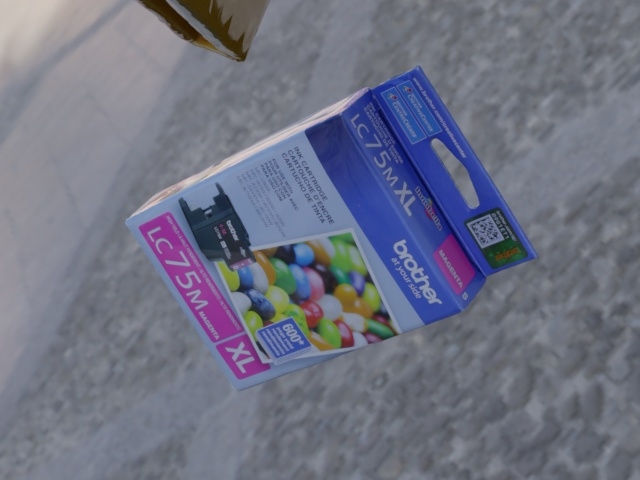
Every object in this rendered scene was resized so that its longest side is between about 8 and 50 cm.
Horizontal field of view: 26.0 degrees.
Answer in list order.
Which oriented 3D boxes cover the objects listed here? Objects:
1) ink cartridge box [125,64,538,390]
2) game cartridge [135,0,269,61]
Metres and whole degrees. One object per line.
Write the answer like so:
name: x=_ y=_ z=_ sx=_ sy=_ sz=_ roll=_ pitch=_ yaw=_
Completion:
ink cartridge box: x=0.000 y=0.000 z=1.123 sx=0.311 sy=0.186 sz=0.065 roll=-24 pitch=14 yaw=37
game cartridge: x=-0.014 y=-0.261 z=0.704 sx=0.285 sy=0.053 sz=0.323 roll=-4 pitch=-64 yaw=-87
